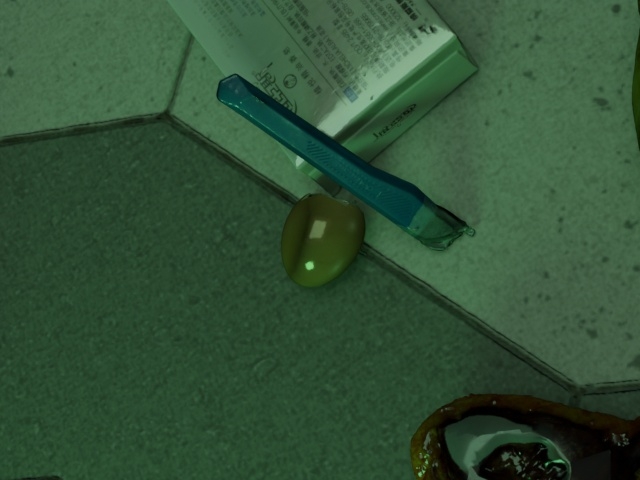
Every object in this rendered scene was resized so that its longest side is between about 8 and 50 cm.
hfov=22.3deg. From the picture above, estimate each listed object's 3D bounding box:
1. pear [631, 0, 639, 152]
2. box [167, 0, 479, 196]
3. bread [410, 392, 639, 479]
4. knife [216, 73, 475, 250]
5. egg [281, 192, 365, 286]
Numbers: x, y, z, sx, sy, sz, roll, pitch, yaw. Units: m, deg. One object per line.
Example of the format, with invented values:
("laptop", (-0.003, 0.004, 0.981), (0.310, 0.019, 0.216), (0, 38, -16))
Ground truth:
("pear", (0.414, -0.168, 1.401), (0.304, 0.304, 0.304), (-4, 76, 18))
("box", (-0.006, -0.219, 1.636), (0.203, 0.116, 0.274), (-40, 70, 6))
("bread", (0.216, 0.208, 1.484), (0.268, 0.095, 0.139), (-1, 79, 4))
("knife", (0.025, -0.073, 1.548), (0.296, 0.026, 0.044), (34, 110, -20))
("egg", (0.000, 0.000, 1.603), (0.080, 0.080, 0.096), (21, 82, 22))
